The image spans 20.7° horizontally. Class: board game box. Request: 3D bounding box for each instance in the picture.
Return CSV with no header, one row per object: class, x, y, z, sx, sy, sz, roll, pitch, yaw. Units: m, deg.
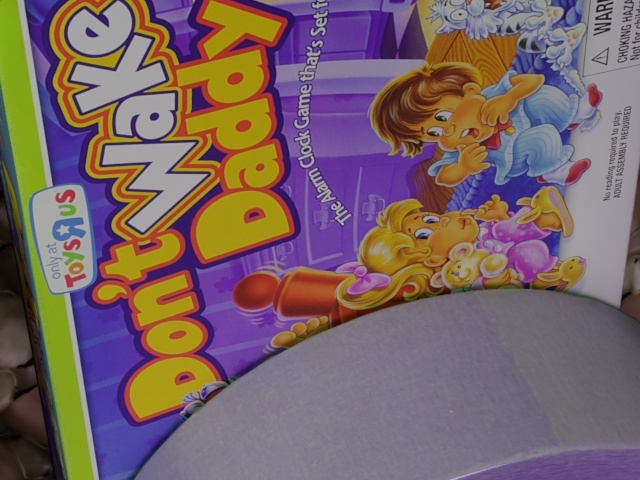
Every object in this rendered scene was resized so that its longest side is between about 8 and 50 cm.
board game box,0.000,0.000,0.685,0.233,0.078,0.347,-13,134,-13

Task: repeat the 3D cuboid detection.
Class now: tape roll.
tape roll,0.049,0.150,0.723,0.275,0.090,0.274,-12,133,-13
